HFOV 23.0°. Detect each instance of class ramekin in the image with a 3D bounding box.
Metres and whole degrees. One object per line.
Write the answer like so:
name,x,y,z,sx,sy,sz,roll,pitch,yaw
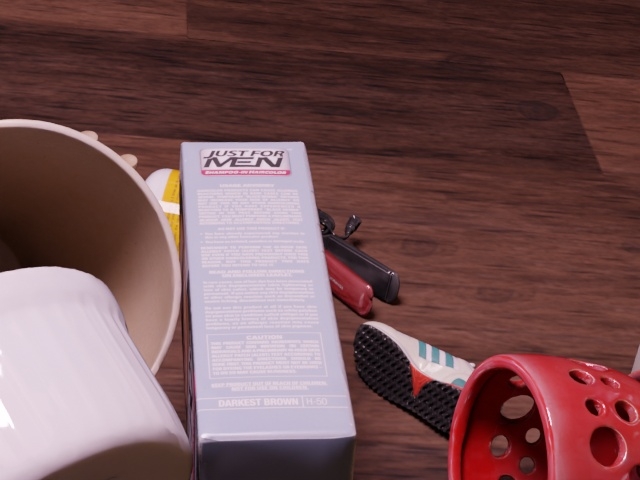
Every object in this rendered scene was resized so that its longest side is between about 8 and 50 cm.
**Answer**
ramekin,-0.217,0.161,1.035,0.277,0.277,0.135,-20,60,-36

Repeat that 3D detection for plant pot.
plant pot,-0.283,0.040,1.326,0.256,0.256,0.274,-8,1,-24
plant pot,0.221,0.194,1.317,0.174,0.191,0.191,6,34,-21

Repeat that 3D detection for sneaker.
sneaker,0.104,0.129,1.501,0.161,0.057,0.075,33,24,31

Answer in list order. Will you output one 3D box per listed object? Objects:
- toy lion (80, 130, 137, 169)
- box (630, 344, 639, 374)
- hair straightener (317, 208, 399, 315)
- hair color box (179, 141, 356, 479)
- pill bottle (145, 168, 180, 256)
toy lion,-0.252,-0.069,1.705,0.100,0.034,0.096,31,47,28
box,0.390,0.192,1.426,0.094,0.113,0.275,-8,37,-21
hair straightener,0.000,0.000,1.667,0.089,0.047,0.230,-23,42,-39
hair color box,-0.052,0.096,1.245,0.113,0.185,0.374,0,35,-6
pill bottle,-0.122,-0.007,1.570,0.208,0.117,0.117,10,34,1
